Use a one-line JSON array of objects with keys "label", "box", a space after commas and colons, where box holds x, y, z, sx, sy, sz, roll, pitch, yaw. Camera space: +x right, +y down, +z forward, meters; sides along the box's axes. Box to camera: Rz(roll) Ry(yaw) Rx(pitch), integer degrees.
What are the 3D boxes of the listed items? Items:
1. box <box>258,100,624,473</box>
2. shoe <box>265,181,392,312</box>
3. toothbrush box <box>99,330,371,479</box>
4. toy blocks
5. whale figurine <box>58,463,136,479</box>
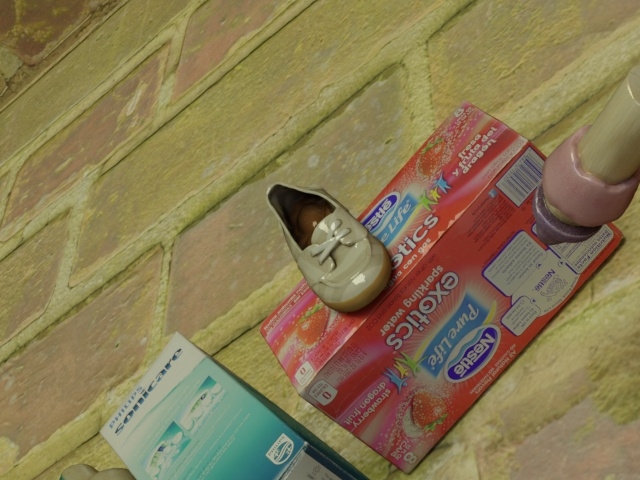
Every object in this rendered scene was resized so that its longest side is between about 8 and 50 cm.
[{"label": "box", "box": [0.108, 0.041, 1.171, 0.300, 0.154, 0.142, -49, 27, 4]}, {"label": "shoe", "box": [0.000, 0.000, 1.150, 0.076, 0.058, 0.219, -48, 27, 4]}, {"label": "toothbrush box", "box": [-0.038, 0.222, 1.092, 0.126, 0.216, 0.295, -53, 28, -7]}, {"label": "toy blocks", "box": [0.334, -0.039, 0.933, 0.288, 0.309, 0.260, -54, -6, -32]}, {"label": "whale figurine", "box": [-0.172, 0.302, 1.203, 0.141, 0.216, 0.272, -54, 5, -4]}]
